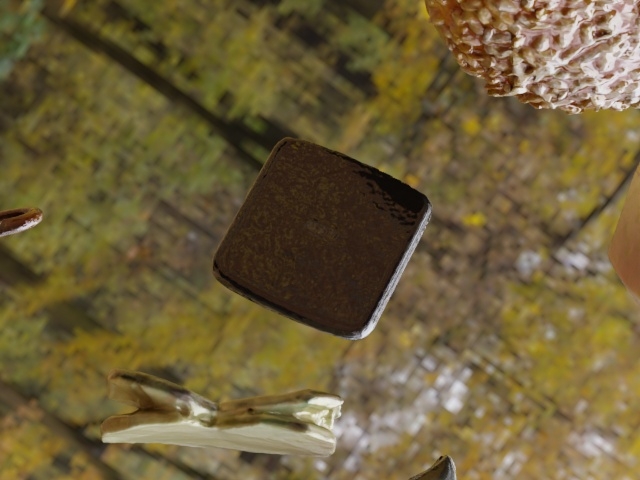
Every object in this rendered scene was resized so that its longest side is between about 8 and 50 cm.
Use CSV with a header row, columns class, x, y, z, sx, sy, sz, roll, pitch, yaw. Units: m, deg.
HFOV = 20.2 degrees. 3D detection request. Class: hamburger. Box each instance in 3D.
class,x,y,z,sx,sy,sz,roll,pitch,yaw
hamburger,0.209,-0.263,1.338,0.330,0.330,0.250,-48,-129,33

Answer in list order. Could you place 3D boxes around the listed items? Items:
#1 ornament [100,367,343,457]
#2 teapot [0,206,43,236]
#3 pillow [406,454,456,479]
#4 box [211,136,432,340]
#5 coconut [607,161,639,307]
class,x,y,z,sx,sy,sz,roll,pitch,yaw
ornament,-0.084,0.159,1.547,0.180,0.201,0.059,98,-2,-73
teapot,-0.275,0.003,1.236,0.173,0.116,0.116,-15,180,-16
pillow,0.072,0.242,1.548,0.135,0.055,0.091,-9,127,-47
box,0.000,0.000,1.255,0.125,0.126,0.027,-62,167,-20
coconut,0.397,0.005,1.765,0.237,0.237,0.197,-51,-151,18
